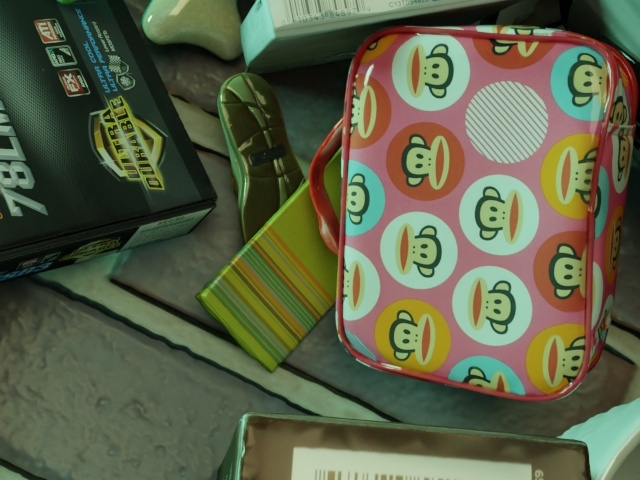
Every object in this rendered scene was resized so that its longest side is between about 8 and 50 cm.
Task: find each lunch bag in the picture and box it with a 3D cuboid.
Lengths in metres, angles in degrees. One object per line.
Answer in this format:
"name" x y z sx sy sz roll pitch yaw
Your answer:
"lunch bag" 0.111 -0.028 0.843 0.258 0.120 0.293 9 100 24

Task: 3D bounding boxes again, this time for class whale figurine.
"whale figurine" -0.111 -0.311 0.976 0.216 0.141 0.272 6 95 -32

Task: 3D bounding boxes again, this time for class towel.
"towel" 0.000 0.000 0.923 0.237 0.021 0.102 -47 114 -18

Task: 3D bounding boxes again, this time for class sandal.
"sandal" -0.056 -0.060 0.932 0.072 0.049 0.180 -15 94 -25

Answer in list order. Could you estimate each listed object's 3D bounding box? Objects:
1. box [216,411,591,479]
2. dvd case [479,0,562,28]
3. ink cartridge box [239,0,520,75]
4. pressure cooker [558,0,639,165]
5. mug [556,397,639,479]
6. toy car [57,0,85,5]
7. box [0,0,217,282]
"box" 0.023 0.209 0.690 0.191 0.381 0.143 6 75 -5
"dvd case" 0.272 -0.278 0.974 0.253 0.180 0.022 -24 67 -13
"ink cartridge box" 0.045 -0.196 0.898 0.223 0.224 0.045 -12 93 -11
"pressure cooker" 0.445 -0.152 0.841 0.370 0.375 0.420 -23 71 -28
"mug" 0.297 0.265 0.734 0.374 0.328 0.276 14 72 -3
"toy car" -0.139 -0.272 0.870 0.225 0.053 0.239 -34 110 -2
"box" -0.272 -0.114 0.855 0.293 0.073 0.295 -15 74 -40
